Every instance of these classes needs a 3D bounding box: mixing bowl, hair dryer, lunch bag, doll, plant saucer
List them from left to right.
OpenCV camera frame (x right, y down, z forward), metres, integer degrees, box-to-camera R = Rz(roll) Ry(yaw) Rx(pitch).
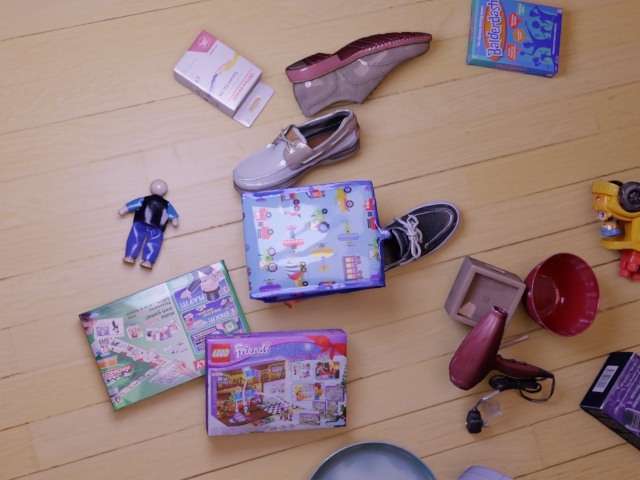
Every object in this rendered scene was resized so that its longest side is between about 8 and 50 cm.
[{"bbox_3d":[-0.366,-0.041,1.756,0.129,0.046,0.189,17,81,-7],"label":"doll"},{"bbox_3d":[0.000,0.000,1.710,0.293,0.138,0.221,-8,80,11],"label":"lunch bag"},{"bbox_3d":[0.108,0.583,1.750,0.317,0.044,0.318,1,83,-8],"label":"plant saucer"},{"bbox_3d":[0.378,0.261,1.774,0.223,0.080,0.293,-24,123,-12],"label":"hair dryer"},{"bbox_3d":[0.511,0.120,1.831,0.181,0.098,0.181,2,84,-23],"label":"mixing bowl"}]

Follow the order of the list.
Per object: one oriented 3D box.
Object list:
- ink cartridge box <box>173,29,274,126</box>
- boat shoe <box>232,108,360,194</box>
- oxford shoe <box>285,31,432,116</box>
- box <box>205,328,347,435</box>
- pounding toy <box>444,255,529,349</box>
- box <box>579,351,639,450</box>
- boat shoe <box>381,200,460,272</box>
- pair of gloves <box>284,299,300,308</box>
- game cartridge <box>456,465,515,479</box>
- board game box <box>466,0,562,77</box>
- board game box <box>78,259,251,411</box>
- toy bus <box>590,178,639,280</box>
[{"bbox_3d":[-0.206,-0.350,1.808,0.198,0.067,0.115,34,79,-3],"label":"ink cartridge box"},{"bbox_3d":[-0.055,-0.198,1.776,0.302,0.103,0.113,-27,55,-17],"label":"boat shoe"},{"bbox_3d":[0.095,-0.376,1.852,0.348,0.123,0.130,-20,112,-12],"label":"oxford shoe"},{"bbox_3d":[-0.091,0.291,1.720,0.293,0.057,0.201,-1,96,-13],"label":"box"},{"bbox_3d":[0.367,0.165,1.821,0.181,0.094,0.206,20,103,-6],"label":"pounding toy"},{"bbox_3d":[0.709,0.365,1.834,0.207,0.108,0.153,35,79,-2],"label":"box"},{"bbox_3d":[0.177,-0.002,1.802,0.306,0.105,0.113,-22,87,-10],"label":"boat shoe"},{"bbox_3d":[-0.067,0.096,1.801,0.083,0.010,0.074,44,79,0],"label":"pair of gloves"},{"bbox_3d":[0.379,0.539,1.668,0.060,0.294,0.196,-40,89,-15],"label":"game cartridge"},{"bbox_3d":[0.451,-0.475,1.932,0.210,0.047,0.160,7,82,-7],"label":"board game box"},{"bbox_3d":[-0.314,0.195,1.734,0.317,0.046,0.213,-21,87,-11],"label":"board game box"},{"bbox_3d":[0.706,-0.021,1.878,0.220,0.149,0.211,17,96,-4],"label":"toy bus"}]
